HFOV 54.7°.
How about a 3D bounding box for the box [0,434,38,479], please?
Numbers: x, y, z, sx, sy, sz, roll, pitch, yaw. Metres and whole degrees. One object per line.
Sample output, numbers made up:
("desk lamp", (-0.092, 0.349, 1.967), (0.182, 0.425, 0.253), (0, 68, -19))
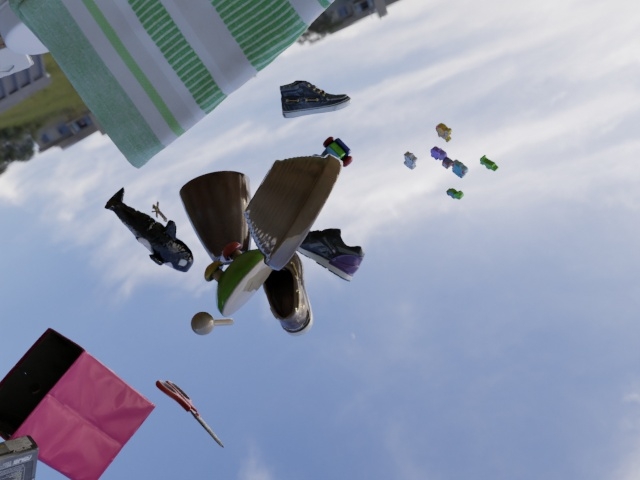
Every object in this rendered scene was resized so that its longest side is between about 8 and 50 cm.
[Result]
("box", (-0.701, 0.513, 1.249), (0.056, 0.183, 0.231), (27, -159, 38))

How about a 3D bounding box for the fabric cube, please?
("fabric cube", (-0.630, 0.414, 1.545), (0.254, 0.258, 0.259), (10, -124, 47))

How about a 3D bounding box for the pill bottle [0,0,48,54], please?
("pill bottle", (-0.521, -0.475, 1.042), (0.161, 0.283, 0.161), (-25, 180, 0))

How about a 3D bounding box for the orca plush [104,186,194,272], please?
("orca plush", (-0.436, -0.037, 1.680), (0.102, 0.287, 0.151), (-37, -170, 16))

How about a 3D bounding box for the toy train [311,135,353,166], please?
("toy train", (-0.018, -0.204, 1.935), (0.143, 0.105, 0.248), (-39, 174, -48))

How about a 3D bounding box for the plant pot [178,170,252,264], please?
("plant pot", (-0.286, -0.052, 1.815), (0.215, 0.215, 0.230), (-20, -109, 11))

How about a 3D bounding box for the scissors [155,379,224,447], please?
("scissors", (-0.329, 0.454, 1.636), (0.297, 0.109, 0.021), (31, -99, 29))

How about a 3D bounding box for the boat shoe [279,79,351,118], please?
("boat shoe", (-0.011, -0.363, 1.550), (0.183, 0.083, 0.065), (-13, -156, -12))

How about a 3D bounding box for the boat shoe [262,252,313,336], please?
("boat shoe", (-0.106, 0.102, 1.678), (0.117, 0.096, 0.324), (-24, -127, 8))

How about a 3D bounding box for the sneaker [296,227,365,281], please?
("sneaker", (0.000, 0.000, 1.870), (0.124, 0.283, 0.107), (-59, -175, 4))

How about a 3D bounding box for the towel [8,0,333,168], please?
("towel", (-0.170, -0.267, 0.688), (0.325, 0.248, 0.038), (-32, -171, 21))

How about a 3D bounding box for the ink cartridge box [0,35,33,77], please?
("ink cartridge box", (-0.729, -0.435, 1.390), (0.109, 0.063, 0.150), (-29, -126, -17))

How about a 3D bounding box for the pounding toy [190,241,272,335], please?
("pounding toy", (-0.211, 0.089, 1.398), (0.237, 0.110, 0.183), (-53, 169, 13))

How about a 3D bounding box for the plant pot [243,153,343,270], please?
("plant pot", (-0.065, -0.072, 1.134), (0.237, 0.110, 0.237), (-56, -171, 14))

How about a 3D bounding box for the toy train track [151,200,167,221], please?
("toy train track", (-0.418, -0.070, 1.596), (0.014, 0.048, 0.083), (-11, -144, -37))

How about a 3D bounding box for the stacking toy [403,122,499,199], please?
("stacking toy", (0.365, -0.225, 1.747), (0.167, 0.052, 0.221), (-40, -117, -19))
